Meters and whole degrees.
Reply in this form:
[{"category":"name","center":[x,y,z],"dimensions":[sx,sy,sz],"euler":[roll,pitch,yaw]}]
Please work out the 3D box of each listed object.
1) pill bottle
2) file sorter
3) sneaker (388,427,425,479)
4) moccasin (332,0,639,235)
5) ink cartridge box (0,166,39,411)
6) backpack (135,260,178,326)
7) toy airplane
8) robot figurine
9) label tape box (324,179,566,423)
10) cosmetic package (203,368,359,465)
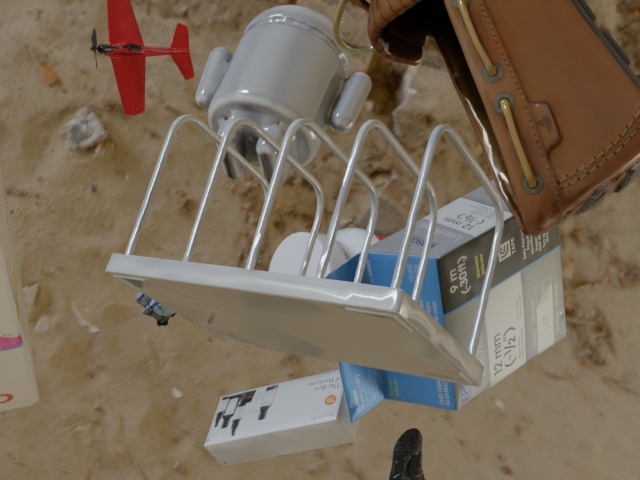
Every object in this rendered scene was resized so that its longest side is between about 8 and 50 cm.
[{"category":"pill bottle","center":[0.103,0.087,1.575],"dimensions":[0.363,0.210,0.210],"euler":[6,71,-39]},{"category":"file sorter","center":[0.000,0.000,0.793],"dimensions":[0.193,0.278,0.173],"euler":[41,61,-54]},{"category":"sneaker","center":[0.166,0.435,1.646],"dimensions":[0.089,0.051,0.170],"euler":[52,42,-30]},{"category":"moccasin","center":[0.083,-0.176,0.653],"dimensions":[0.147,0.139,0.380],"euler":[-31,81,2]},{"category":"ink cartridge box","center":[-0.165,0.010,0.345],"dimensions":[0.092,0.143,0.090],"euler":[-9,56,-17]},{"category":"backpack","center":[-0.279,0.087,1.635],"dimensions":[0.084,0.114,0.105],"euler":[31,61,-19]},{"category":"toy airplane","center":[-0.203,-0.219,1.056],"dimensions":[0.151,0.028,0.151],"euler":[9,78,-46]},{"category":"robot figurine","center":[-0.068,-0.263,1.565],"dimensions":[0.300,0.199,0.353],"euler":[15,60,10]},{"category":"label tape box","center":[0.183,0.092,1.247],"dimensions":[0.348,0.115,0.249],"euler":[-28,122,-30]},{"category":"cosmetic package","center":[-0.054,0.263,1.342],"dimensions":[0.060,0.239,0.099],"euler":[52,34,-32]}]
